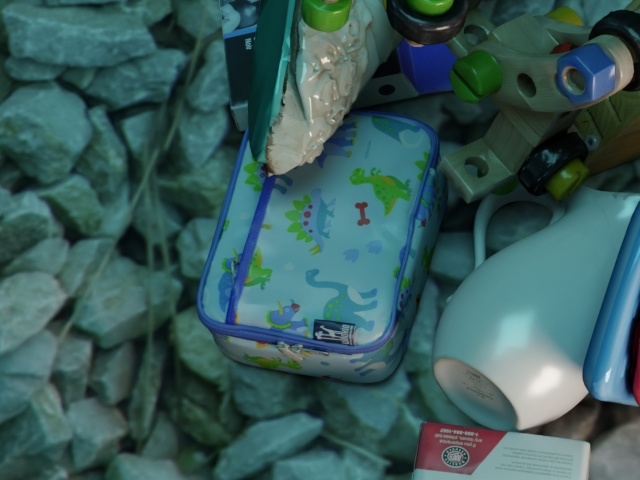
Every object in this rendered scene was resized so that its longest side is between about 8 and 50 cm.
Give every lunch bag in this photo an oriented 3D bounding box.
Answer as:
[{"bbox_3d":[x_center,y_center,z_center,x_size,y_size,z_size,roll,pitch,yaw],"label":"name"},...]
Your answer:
[{"bbox_3d":[0.000,0.000,1.413,0.176,0.090,0.219,10,66,17],"label":"lunch bag"}]

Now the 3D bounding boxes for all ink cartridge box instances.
[{"bbox_3d":[0.014,-0.209,1.534,0.208,0.045,0.206,-10,62,3],"label":"ink cartridge box"},{"bbox_3d":[0.125,0.232,1.288,0.127,0.072,0.175,6,66,12],"label":"ink cartridge box"}]

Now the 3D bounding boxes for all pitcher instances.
[{"bbox_3d":[0.160,0.040,1.360,0.177,0.125,0.207,20,57,40],"label":"pitcher"}]

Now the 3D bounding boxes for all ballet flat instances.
[{"bbox_3d":[0.013,-0.228,1.433,0.147,0.147,0.409,-6,55,6],"label":"ballet flat"}]

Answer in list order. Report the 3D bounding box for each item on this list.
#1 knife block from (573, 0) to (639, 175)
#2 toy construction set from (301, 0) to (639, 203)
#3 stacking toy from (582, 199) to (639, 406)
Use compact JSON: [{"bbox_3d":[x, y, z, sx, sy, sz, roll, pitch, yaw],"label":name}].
[{"bbox_3d":[0.358,-0.156,1.444,0.275,0.242,0.088,-45,54,38],"label":"knife block"},{"bbox_3d":[0.154,-0.176,1.360,0.257,0.237,0.309,26,56,9],"label":"toy construction set"},{"bbox_3d":[0.347,0.075,1.201,0.302,0.175,0.166,19,90,24],"label":"stacking toy"}]
